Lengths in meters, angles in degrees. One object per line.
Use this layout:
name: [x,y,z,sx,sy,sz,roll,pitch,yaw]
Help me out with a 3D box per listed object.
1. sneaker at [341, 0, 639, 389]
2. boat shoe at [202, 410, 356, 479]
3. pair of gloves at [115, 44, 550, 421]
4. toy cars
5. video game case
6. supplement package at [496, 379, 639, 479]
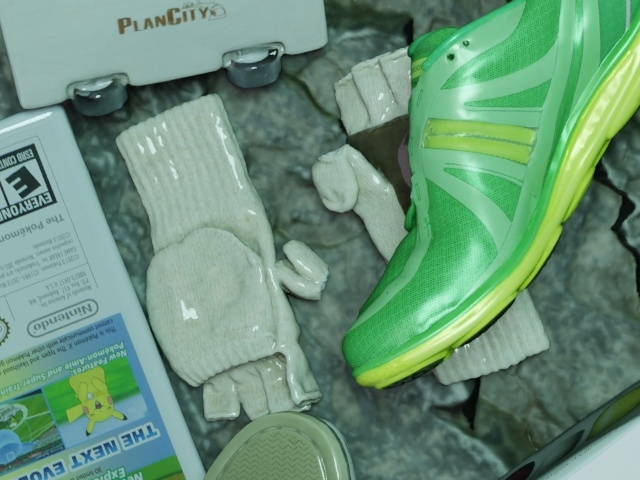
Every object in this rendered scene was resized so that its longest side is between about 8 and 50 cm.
sneaker: [0.087,-0.051,0.902,0.123,0.109,0.296,31,80,1]
boat shoe: [-0.020,0.243,0.980,0.113,0.103,0.302,11,98,27]
pair of gloves: [0.000,0.000,0.988,0.240,0.042,0.204,-13,91,17]
toy cars: [-0.027,-0.218,0.949,0.176,0.087,0.394,35,105,-30]
video game case: [-0.254,0.113,0.983,0.329,0.036,0.300,-22,98,-8]
supplement package: [0.161,0.178,0.872,0.194,0.203,0.149,-38,83,14]
